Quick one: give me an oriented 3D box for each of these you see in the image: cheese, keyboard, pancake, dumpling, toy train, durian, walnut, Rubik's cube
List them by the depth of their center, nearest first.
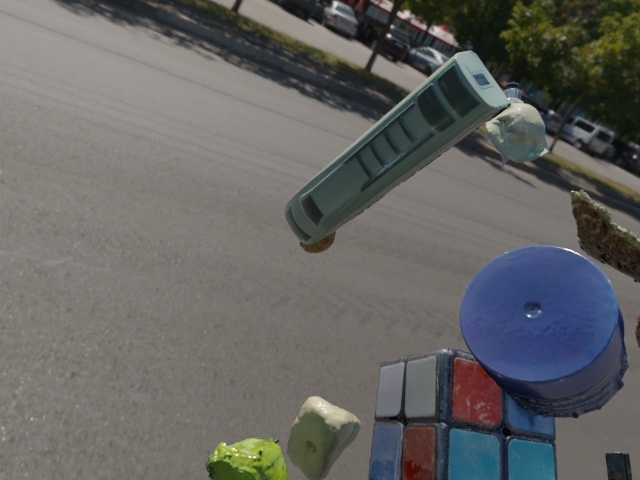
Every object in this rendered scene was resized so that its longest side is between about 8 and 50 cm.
[{"bbox_3d":[0.063,-0.095,0.741,0.087,0.407,0.088,55,40,2],"label":"toy train"},{"bbox_3d":[0.630,-0.014,1.123,0.245,0.057,0.266,57,-6,-1],"label":"pancake"},{"bbox_3d":[0.323,0.445,1.225,0.318,0.313,0.317,15,67,-18],"label":"Rubik's cube"},{"bbox_3d":[0.452,-0.260,1.244,0.133,0.170,0.100,-13,-3,-8],"label":"dumpling"},{"bbox_3d":[0.000,0.000,1.253,0.091,0.121,0.052,-28,76,-24],"label":"walnut"},{"bbox_3d":[0.781,0.651,1.365,0.060,0.196,0.018,-4,-10,16],"label":"keyboard"},{"bbox_3d":[-0.173,0.654,1.410,0.256,0.204,0.340,-124,-167,-82],"label":"durian"},{"bbox_3d":[0.023,0.585,1.672,0.173,0.248,0.251,33,44,30],"label":"cheese"}]

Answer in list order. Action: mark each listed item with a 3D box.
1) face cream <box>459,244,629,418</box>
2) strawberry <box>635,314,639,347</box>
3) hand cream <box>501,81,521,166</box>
[{"bbox_3d":[0.398,0.166,0.926,0.225,0.249,0.249,43,8,-43],"label":"face cream"},{"bbox_3d":[0.668,0.176,1.018,0.192,0.140,0.085,36,3,-38],"label":"strawberry"},{"bbox_3d":[0.597,-0.370,1.662,0.058,0.272,0.091,10,-16,-4],"label":"hand cream"}]
